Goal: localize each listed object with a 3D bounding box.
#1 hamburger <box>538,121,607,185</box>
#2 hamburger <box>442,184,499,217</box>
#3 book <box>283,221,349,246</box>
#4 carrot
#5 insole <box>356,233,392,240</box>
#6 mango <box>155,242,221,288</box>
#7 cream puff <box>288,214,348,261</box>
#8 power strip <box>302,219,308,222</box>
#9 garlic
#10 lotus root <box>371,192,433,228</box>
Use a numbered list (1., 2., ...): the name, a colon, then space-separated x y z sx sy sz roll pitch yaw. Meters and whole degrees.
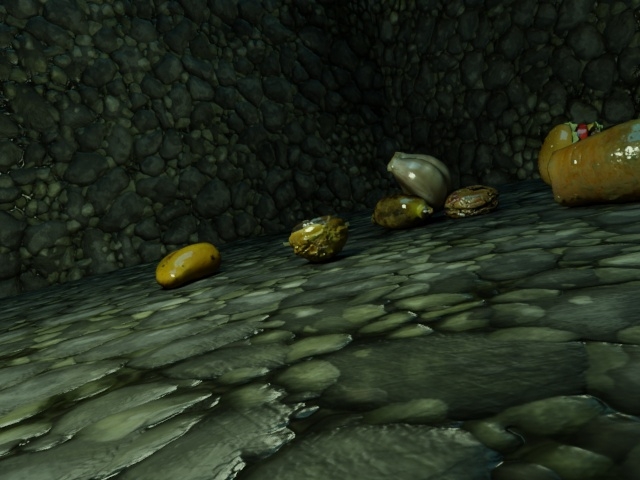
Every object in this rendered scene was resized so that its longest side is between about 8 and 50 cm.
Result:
1. hamburger: 0.912 -0.303 1.773 0.212 0.274 0.274 11 9 9
2. hamburger: 0.589 -0.150 1.910 0.231 0.106 0.231 -8 12 2
3. book: -0.022 -0.028 2.174 0.191 0.025 0.269 -31 16 -35
4. carrot: 0.836 -0.213 1.379 0.224 0.224 0.341 -15 3 -31
5. insole: 0.200 -0.012 1.825 0.153 0.002 0.053 -8 6 30
6. mango: -0.456 0.080 1.666 0.177 0.120 0.295 -12 5 24
7. cream puff: 0.000 0.000 1.460 0.189 0.129 0.189 -19 -5 -2
8. power strip: -0.012 -0.088 2.451 0.060 0.027 0.253 -9 -3 34
9. garlic: 0.426 -0.196 2.004 0.246 0.339 0.231 -12 33 16
10. lotus root: 0.323 -0.117 1.911 0.169 0.141 0.314 -11 6 -36
